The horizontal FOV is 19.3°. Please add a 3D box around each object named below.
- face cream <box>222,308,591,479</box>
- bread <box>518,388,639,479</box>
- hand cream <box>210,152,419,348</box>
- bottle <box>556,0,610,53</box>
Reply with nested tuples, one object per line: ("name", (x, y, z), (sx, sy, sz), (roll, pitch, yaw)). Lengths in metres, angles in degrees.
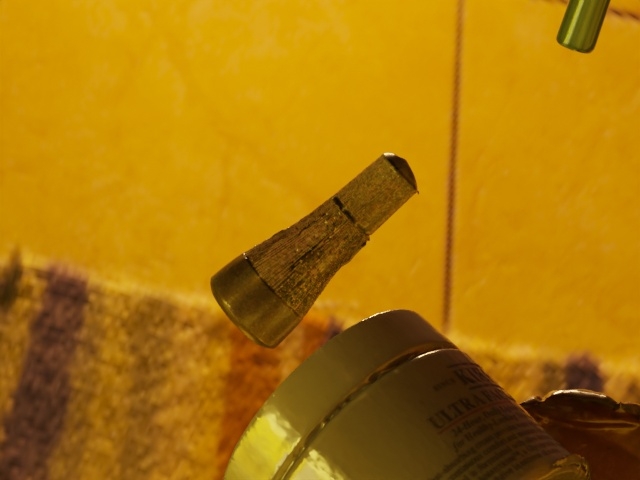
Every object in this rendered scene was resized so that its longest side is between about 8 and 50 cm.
("face cream", (0.053, 0.155, 1.143), (0.177, 0.177, 0.153), (-33, 60, -29))
("bread", (0.176, 0.229, 1.265), (0.227, 0.142, 0.253), (13, 80, 17))
("hand cream", (0.000, 0.000, 1.624), (0.203, 0.084, 0.084), (-43, 77, 4))
("bottle", (0.201, -0.182, 1.394), (0.030, 0.083, 0.030), (16, 17, -5))
